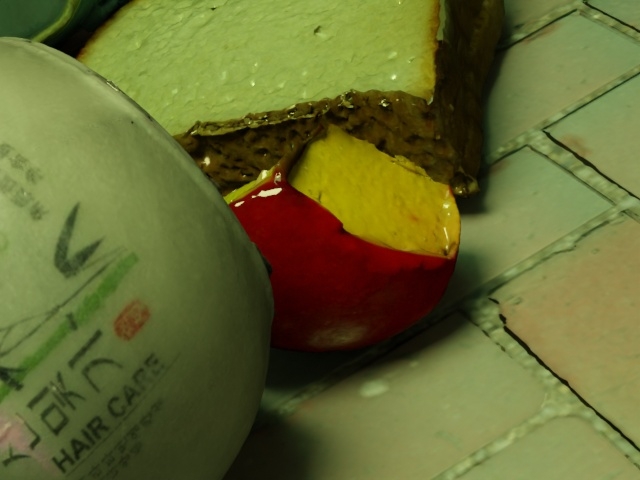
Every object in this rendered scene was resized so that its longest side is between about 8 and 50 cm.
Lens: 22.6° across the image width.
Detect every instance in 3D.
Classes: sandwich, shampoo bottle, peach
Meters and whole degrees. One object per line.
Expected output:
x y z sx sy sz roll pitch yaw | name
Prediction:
-0.031 -0.104 1.066 0.301 0.099 0.271 -12 30 22 | sandwich
-0.180 0.062 0.761 0.273 0.273 0.266 16 55 44 | shampoo bottle
0.001 0.007 0.877 0.151 0.118 0.151 -30 -3 -2 | peach

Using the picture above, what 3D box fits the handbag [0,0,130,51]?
-0.252 -0.233 1.218 0.263 0.222 0.241 -23 16 28 | handbag
